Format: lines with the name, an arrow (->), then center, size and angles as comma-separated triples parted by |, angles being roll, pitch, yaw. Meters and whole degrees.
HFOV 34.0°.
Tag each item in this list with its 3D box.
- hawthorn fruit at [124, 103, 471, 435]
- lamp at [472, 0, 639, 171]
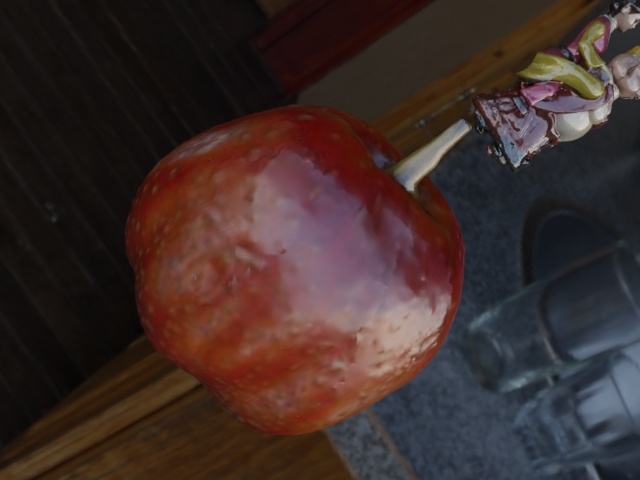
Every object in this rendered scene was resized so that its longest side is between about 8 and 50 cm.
hawthorn fruit -> 0.000, 0.000, 0.912 | 0.287, 0.330, 0.287 | 42, 25, -24
lamp -> 0.293, -0.179, 1.182 | 0.118, 0.253, 0.118 | 56, 7, -10
